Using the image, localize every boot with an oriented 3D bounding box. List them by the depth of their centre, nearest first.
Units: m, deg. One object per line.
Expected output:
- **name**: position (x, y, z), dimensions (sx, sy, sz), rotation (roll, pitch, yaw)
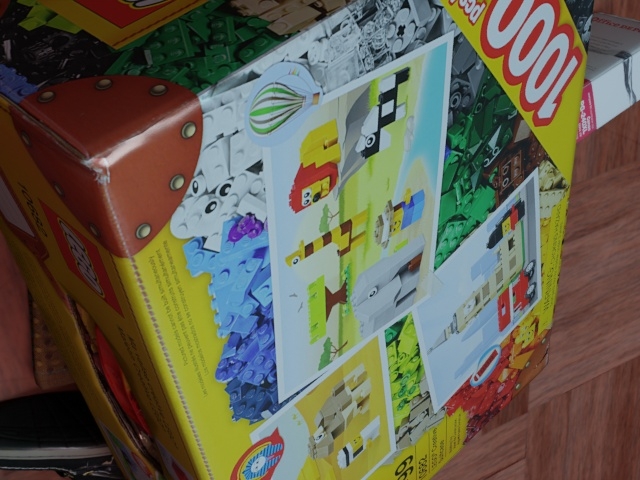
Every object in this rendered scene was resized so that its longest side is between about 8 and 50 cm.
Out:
- **boot**: position (-0.220, 0.239, 0.857), dimensions (0.236, 0.085, 0.178), rotation (4, 113, -34)

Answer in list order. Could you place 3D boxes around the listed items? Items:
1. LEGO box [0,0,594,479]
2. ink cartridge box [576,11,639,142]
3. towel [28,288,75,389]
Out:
- **LEGO box**: position (0.000, 0.000, 0.663), dimensions (0.372, 0.193, 0.500), rotation (-37, 142, -25)
- **ink cartridge box**: position (0.284, -0.177, 0.971), dimensions (0.150, 0.109, 0.063), rotation (-32, 126, -17)
- **towel**: position (-0.089, -0.015, 0.850), dimensions (0.370, 0.040, 0.271), rotation (-9, 116, -28)
